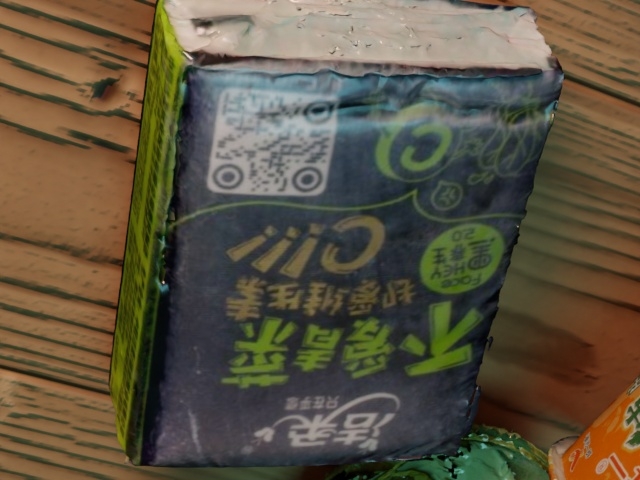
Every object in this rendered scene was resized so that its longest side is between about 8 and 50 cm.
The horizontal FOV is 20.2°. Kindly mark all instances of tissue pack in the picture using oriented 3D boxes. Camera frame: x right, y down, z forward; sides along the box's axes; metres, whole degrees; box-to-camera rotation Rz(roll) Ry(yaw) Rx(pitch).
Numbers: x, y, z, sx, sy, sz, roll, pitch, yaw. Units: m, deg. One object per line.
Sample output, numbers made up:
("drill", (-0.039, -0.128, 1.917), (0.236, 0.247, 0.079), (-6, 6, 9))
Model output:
("tissue pack", (0.000, 0.000, 0.816), (0.173, 0.073, 0.235), (0, 129, -14))

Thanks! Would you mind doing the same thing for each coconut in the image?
("coconut", (0.051, 0.140, 0.955), (0.158, 0.055, 0.133), (-26, 131, 8))

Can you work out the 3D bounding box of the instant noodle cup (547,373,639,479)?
("instant noodle cup", (0.252, 0.107, 0.885), (0.230, 0.230, 0.182), (22, 111, -29))
